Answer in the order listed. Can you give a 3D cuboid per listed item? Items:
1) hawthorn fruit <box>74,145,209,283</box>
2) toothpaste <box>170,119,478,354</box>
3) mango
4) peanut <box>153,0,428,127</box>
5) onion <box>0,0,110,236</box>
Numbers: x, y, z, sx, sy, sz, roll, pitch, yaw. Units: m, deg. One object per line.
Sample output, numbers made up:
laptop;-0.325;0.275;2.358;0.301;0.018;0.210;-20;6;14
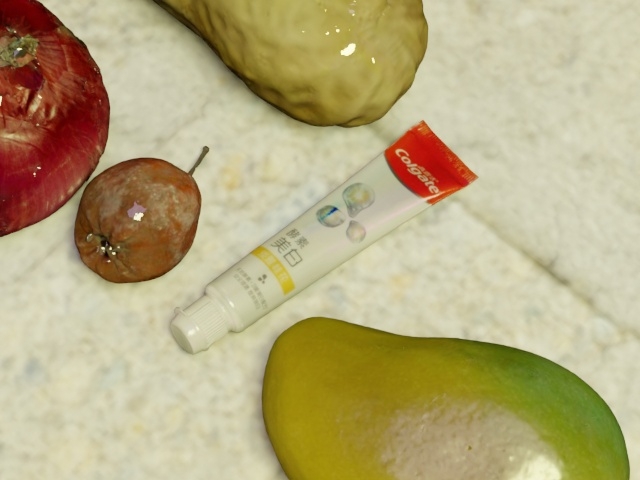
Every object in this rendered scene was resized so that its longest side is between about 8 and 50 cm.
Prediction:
hawthorn fruit;-0.086;-0.019;1.055;0.067;0.067;0.103;40;44;15
toothpaste;0.000;0.000;1.059;0.190;0.031;0.048;-35;68;-19
mango;0.060;0.108;0.987;0.191;0.085;0.122;8;75;12
peanut;-0.043;-0.157;1.079;0.236;0.120;0.110;40;109;9
onion;-0.180;-0.080;1.027;0.150;0.140;0.150;4;76;-15
